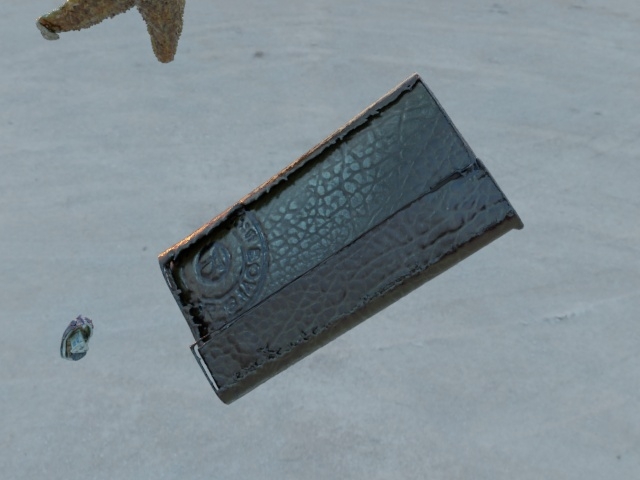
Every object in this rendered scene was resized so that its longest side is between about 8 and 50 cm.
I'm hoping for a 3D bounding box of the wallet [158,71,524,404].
[{"bbox_3d":[0.000,0.000,0.437,0.133,0.243,0.039,61,15,17],"label":"wallet"}]

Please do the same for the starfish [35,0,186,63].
[{"bbox_3d":[-0.151,-0.233,0.515,0.240,0.227,0.043,-23,71,10],"label":"starfish"}]

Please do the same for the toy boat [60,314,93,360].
[{"bbox_3d":[-0.298,0.123,0.761,0.038,0.083,0.038,18,39,-16],"label":"toy boat"}]
